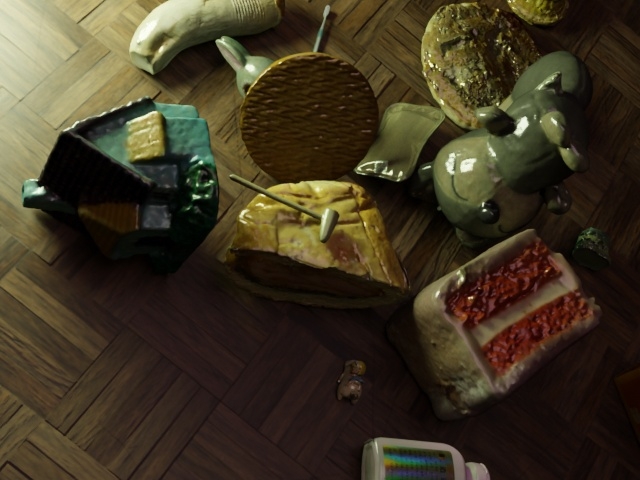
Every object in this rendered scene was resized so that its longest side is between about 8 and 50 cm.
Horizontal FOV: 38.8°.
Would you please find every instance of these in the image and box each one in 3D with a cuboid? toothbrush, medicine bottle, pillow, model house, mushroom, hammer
[{"bbox_3d":[-0.003,-0.420,1.879,0.011,0.014,0.167,21,63,-14],"label":"toothbrush"},{"bbox_3d":[0.180,0.404,1.551,0.219,0.078,0.115,10,62,-18],"label":"medicine bottle"},{"bbox_3d":[0.158,-0.199,1.803,0.130,0.033,0.217,13,53,25],"label":"pillow"},{"bbox_3d":[0.568,0.009,1.890,0.079,0.066,0.083,29,59,-10],"label":"model house"},{"bbox_3d":[-0.330,-0.084,1.442,0.249,0.280,0.229,-1,67,-28],"label":"model house"},{"bbox_3d":[-0.215,-0.425,1.751,0.351,0.095,0.122,-30,98,-28],"label":"mushroom"},{"bbox_3d":[-0.067,-0.057,1.511,0.195,0.028,0.060,24,65,-2],"label":"hammer"}]

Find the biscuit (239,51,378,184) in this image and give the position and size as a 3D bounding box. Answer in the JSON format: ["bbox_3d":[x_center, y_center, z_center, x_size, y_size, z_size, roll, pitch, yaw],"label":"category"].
[{"bbox_3d":[-0.022,-0.224,1.682,0.262,0.261,0.037,12,22,-17],"label":"biscuit"}]

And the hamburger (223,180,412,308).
[{"bbox_3d":[0.001,-0.003,1.611,0.330,0.162,0.208,12,60,-11],"label":"hamburger"}]

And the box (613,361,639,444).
[{"bbox_3d":[0.776,0.292,1.738,0.284,0.259,0.213,-7,72,-25],"label":"box"}]

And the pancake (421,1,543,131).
[{"bbox_3d":[0.368,-0.371,1.979,0.356,0.065,0.356,10,64,-21],"label":"pancake"}]

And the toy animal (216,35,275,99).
[{"bbox_3d":[-0.091,-0.306,1.746,0.251,0.127,0.125,23,86,-2],"label":"toy animal"}]

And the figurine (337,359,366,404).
[{"bbox_3d":[0.061,0.244,1.591,0.047,0.050,0.083,18,62,-20],"label":"figurine"}]

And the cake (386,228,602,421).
[{"bbox_3d":[0.307,0.150,1.633,0.309,0.230,0.237,-29,83,-31],"label":"cake"}]

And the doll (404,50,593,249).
[{"bbox_3d":[0.376,-0.157,1.748,0.252,0.382,0.379,53,41,-2],"label":"doll"}]

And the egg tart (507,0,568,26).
[{"bbox_3d":[0.510,-0.594,2.130,0.191,0.074,0.191,8,64,-16],"label":"egg tart"}]
